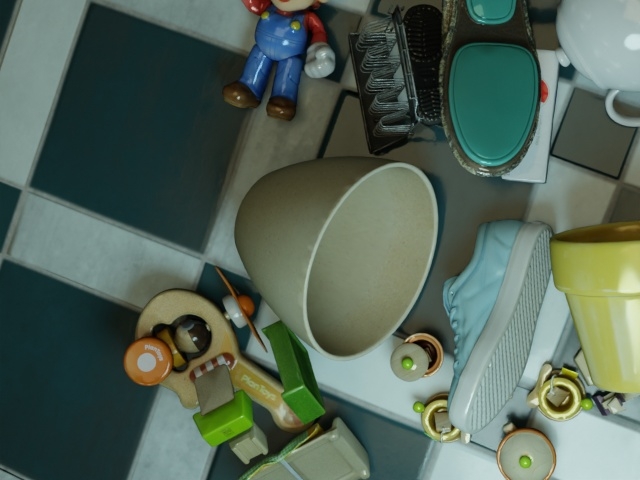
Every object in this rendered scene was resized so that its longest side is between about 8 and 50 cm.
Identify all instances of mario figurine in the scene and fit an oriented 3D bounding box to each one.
[{"bbox_3d":[-0.074,-0.370,1.959,0.198,0.170,0.321,10,103,-22],"label":"mario figurine"}]

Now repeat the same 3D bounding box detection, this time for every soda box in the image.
[{"bbox_3d":[0.346,-0.203,1.921,0.073,0.069,0.216,7,93,12],"label":"soda box"}]

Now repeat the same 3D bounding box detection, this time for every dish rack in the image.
[{"bbox_3d":[0.106,-0.259,1.881,0.074,0.271,0.208,-12,88,-4],"label":"dish rack"}]

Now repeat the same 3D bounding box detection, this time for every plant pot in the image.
[{"bbox_3d":[0.491,0.100,1.804,0.254,0.254,0.239,-6,96,13],"label":"plant pot"}]

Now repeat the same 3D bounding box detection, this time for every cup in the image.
[{"bbox_3d":[0.000,0.000,1.905,0.237,0.331,0.331,23,96,36],"label":"cup"}]

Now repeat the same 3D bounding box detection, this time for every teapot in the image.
[{"bbox_3d":[0.456,-0.323,1.824,0.187,0.252,0.256,-30,71,28],"label":"teapot"}]

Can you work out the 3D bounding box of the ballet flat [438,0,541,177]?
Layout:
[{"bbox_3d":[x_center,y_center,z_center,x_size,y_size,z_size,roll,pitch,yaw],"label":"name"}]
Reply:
[{"bbox_3d":[0.258,-0.307,1.867,0.164,0.182,0.483,2,73,-6],"label":"ballet flat"}]

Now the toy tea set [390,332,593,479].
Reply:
[{"bbox_3d":[0.264,0.272,1.916,0.336,0.124,0.200,18,95,12],"label":"toy tea set"}]

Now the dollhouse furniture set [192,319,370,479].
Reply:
[{"bbox_3d":[-0.066,0.312,1.968,0.197,0.301,0.151,-29,42,6],"label":"dollhouse furniture set"}]

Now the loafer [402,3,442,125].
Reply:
[{"bbox_3d":[0.169,-0.288,1.956,0.080,0.078,0.220,1,74,-4],"label":"loafer"}]

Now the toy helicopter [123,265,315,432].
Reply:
[{"bbox_3d":[-0.151,0.203,2.030,0.355,0.140,0.235,33,89,0],"label":"toy helicopter"}]

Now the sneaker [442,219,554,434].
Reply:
[{"bbox_3d":[0.258,0.133,1.893,0.150,0.135,0.366,10,66,36],"label":"sneaker"}]

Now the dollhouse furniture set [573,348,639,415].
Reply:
[{"bbox_3d":[0.473,0.215,1.898,0.081,0.091,0.114,-28,81,-4],"label":"dollhouse furniture set"}]
